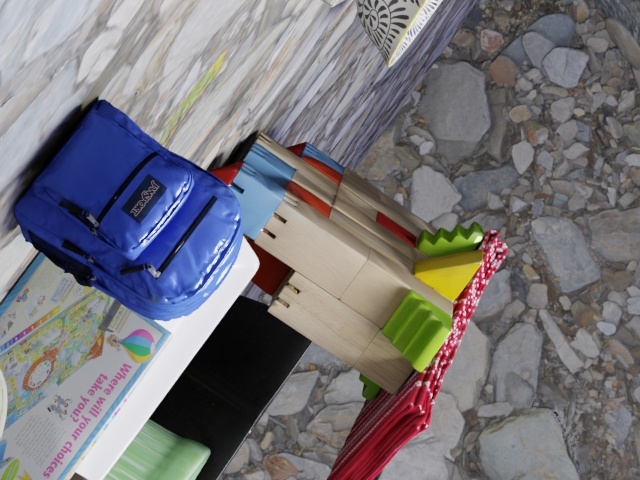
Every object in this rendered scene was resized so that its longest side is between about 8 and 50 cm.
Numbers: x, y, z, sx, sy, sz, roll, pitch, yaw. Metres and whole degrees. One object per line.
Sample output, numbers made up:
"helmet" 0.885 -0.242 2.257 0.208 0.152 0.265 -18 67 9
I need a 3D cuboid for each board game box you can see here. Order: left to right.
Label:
"board game box" -0.183 0.094 1.268 0.154 0.103 0.026 -54 177 -10

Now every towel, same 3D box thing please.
"towel" 0.091 0.129 1.885 0.199 0.031 0.275 -51 -173 44

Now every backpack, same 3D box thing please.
"backpack" -0.107 -0.011 1.121 0.098 0.120 0.101 -54 177 -9

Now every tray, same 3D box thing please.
"tray" -0.163 0.078 1.674 0.270 0.030 0.145 -54 142 -20

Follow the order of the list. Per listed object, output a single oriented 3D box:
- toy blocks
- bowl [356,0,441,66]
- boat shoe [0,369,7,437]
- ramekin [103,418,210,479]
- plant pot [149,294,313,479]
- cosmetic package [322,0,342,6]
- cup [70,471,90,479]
"toy blocks" 0.000 0.000 1.912 0.190 0.261 0.381 -55 -176 14
"bowl" 0.081 -0.254 1.819 0.170 0.080 0.170 -54 177 -5
"boat shoe" -0.257 0.142 1.110 0.079 0.084 0.233 -10 -146 33
"ramekin" -0.256 0.293 1.944 0.303 0.148 0.303 -55 177 -4
"plant pot" -0.138 0.156 2.116 0.188 0.167 0.187 -58 176 34
"cosmetic package" 0.021 -0.226 1.535 0.060 0.041 0.115 -55 177 17
"cup" -0.194 0.323 1.405 0.237 0.331 0.331 -55 177 -18
